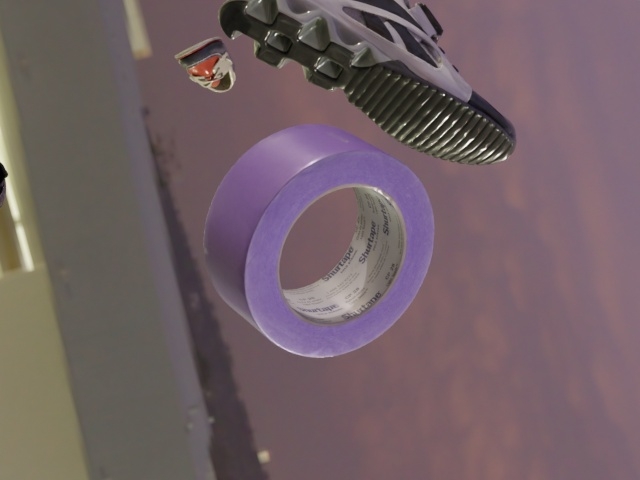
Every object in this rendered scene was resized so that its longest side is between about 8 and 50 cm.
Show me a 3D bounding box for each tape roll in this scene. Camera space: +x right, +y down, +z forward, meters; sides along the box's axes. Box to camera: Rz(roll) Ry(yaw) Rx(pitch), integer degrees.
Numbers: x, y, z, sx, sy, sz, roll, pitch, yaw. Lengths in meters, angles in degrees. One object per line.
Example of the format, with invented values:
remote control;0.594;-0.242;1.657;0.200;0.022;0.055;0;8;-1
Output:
tape roll;0.000;0.000;1.199;0.080;0.189;0.189;36;-36;52

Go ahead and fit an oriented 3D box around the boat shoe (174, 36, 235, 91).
boat shoe;-0.111;-0.174;1.391;0.137;0.049;0.043;-25;95;-86

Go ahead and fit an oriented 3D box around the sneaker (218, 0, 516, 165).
sneaker;0.073;-0.203;1.407;0.122;0.331;0.146;-38;-157;60

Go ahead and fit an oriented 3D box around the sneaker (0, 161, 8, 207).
sneaker;-0.476;-0.081;1.997;0.067;0.078;0.188;39;7;-11
